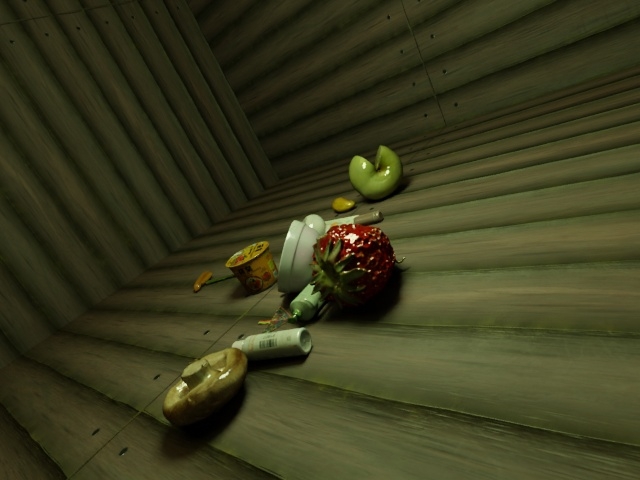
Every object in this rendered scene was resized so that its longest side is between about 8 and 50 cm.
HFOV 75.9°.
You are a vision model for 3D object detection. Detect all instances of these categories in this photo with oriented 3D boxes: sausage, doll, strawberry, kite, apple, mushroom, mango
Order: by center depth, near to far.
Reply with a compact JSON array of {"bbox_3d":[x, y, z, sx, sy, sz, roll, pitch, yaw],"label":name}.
[{"bbox_3d":[-0.328,0.413,1.180,0.278,0.146,0.278,-31,13,8],"label":"mushroom"},{"bbox_3d":[0.139,0.064,1.349,0.344,0.291,0.292,-23,12,-40],"label":"strawberry"},{"bbox_3d":[-0.169,0.292,1.499,0.159,0.010,0.190,-18,20,28],"label":"kite"},{"bbox_3d":[0.000,0.000,1.824,0.251,0.221,0.221,-57,-2,37],"label":"doll"},{"bbox_3d":[0.296,-0.364,2.214,0.292,0.291,0.254,-28,-4,-4],"label":"apple"},{"bbox_3d":[-0.661,0.225,2.294,0.062,0.054,0.183,-49,6,36],"label":"sausage"},{"bbox_3d":[0.125,-0.201,2.337,0.098,0.075,0.190,-42,29,-18],"label":"mango"}]

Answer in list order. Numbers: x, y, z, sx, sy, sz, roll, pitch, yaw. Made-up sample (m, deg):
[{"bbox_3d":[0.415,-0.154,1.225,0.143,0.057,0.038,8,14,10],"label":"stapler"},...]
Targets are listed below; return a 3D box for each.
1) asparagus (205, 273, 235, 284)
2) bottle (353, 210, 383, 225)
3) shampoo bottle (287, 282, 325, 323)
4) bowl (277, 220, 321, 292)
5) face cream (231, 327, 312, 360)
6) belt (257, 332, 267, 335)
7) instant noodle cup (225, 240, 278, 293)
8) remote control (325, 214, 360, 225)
[{"bbox_3d":[-0.526,0.204,2.209,0.249,0.024,0.025,-16,64,29],"label":"asparagus"},{"bbox_3d":[0.227,-0.103,1.956,0.140,0.053,0.053,-14,22,36],"label":"bottle"},{"bbox_3d":[-0.032,0.204,1.421,0.118,0.087,0.234,-34,8,48],"label":"shampoo bottle"},{"bbox_3d":[-0.063,0.076,1.596,0.144,0.286,0.287,13,26,3],"label":"bowl"},{"bbox_3d":[-0.159,0.326,1.267,0.269,0.081,0.082,-15,22,26],"label":"face cream"},{"bbox_3d":[-0.191,0.338,1.365,0.083,0.036,0.059,-6,29,47],"label":"belt"},{"bbox_3d":[-0.295,0.127,1.859,0.216,0.172,0.215,-24,19,8],"label":"instant noodle cup"},{"bbox_3d":[0.096,-0.083,2.090,0.230,0.049,0.090,-9,28,40],"label":"remote control"}]
